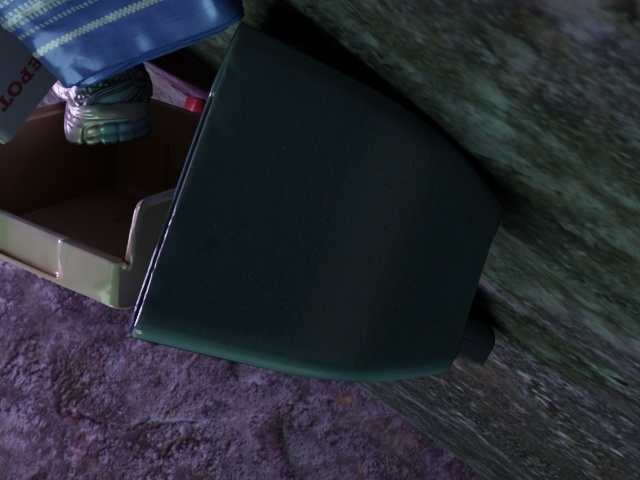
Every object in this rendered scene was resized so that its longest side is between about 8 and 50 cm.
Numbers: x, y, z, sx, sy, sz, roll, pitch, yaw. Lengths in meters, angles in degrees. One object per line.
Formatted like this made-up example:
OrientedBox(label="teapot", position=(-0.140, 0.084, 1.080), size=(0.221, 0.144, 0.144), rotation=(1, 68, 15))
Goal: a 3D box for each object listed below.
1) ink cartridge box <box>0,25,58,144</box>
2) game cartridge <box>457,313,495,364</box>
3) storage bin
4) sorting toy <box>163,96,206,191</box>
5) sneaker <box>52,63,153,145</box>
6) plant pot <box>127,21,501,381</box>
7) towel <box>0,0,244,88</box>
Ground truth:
OrientedBox(label="ink cartridge box", position=(-0.347, -0.253, 1.155), size=(0.270, 0.198, 0.197), rotation=(43, 168, -33))
OrientedBox(label="game cartridge", position=(0.062, 0.053, 1.542), size=(0.294, 0.060, 0.196), rotation=(29, 178, 24))
OrientedBox(label="storage bin", position=(-0.207, -0.050, 1.346), size=(0.262, 0.123, 0.260), rotation=(20, -154, 30))
OrientedBox(label="sorting toy", position=(-0.050, -0.028, 1.443), size=(0.365, 0.126, 0.127), rotation=(32, 170, 31))
OrientedBox(label="sneaker", position=(-0.224, -0.196, 1.372), size=(0.110, 0.122, 0.283), rotation=(-4, -157, -15))
OrientedBox(label="plant pot", position=(0.000, 0.000, 1.079), size=(0.252, 0.247, 0.248), rotation=(19, 173, -8))
OrientedBox(label="towel", position=(-0.242, -0.237, 0.963), size=(0.336, 0.040, 0.243), rotation=(38, 151, -32))
